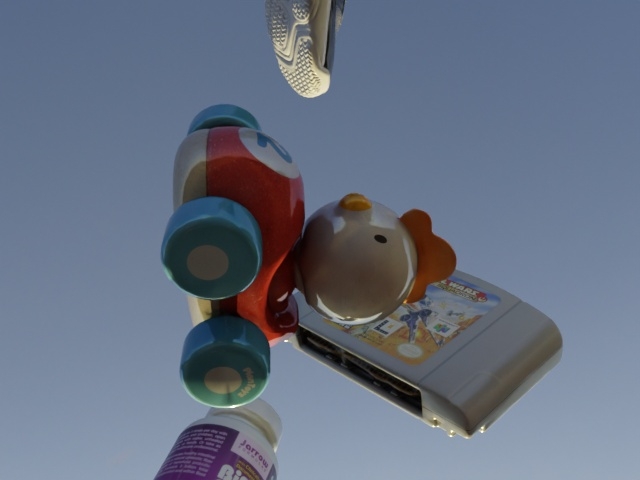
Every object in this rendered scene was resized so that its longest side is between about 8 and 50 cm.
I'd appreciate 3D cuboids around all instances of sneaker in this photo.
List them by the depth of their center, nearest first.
[{"bbox_3d":[0.025,-0.293,0.766,0.153,0.101,0.269,-18,-61,-27],"label":"sneaker"}]

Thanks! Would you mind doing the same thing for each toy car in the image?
[{"bbox_3d":[0.000,0.000,0.625,0.238,0.219,0.210,-3,-58,-3],"label":"toy car"}]

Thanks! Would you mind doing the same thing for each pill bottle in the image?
[{"bbox_3d":[-0.159,0.369,1.058,0.169,0.301,0.169,8,-57,13],"label":"pill bottle"}]

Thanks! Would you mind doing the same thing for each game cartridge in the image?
[{"bbox_3d":[0.106,0.097,0.820,0.198,0.297,0.062,-33,-53,-32],"label":"game cartridge"}]
